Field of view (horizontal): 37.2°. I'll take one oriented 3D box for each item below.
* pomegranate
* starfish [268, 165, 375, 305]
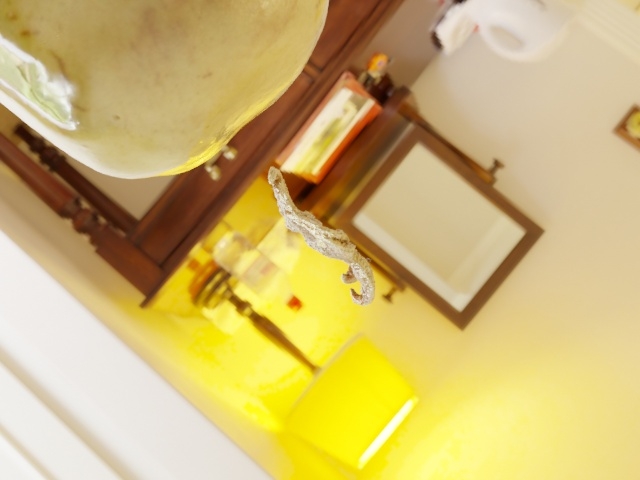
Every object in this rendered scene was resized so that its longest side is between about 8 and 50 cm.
[{"bbox_3d":[-0.157,-0.209,0.731,0.332,0.333,0.332,-47,167,-15],"label":"pomegranate"},{"bbox_3d":[0.007,-0.008,1.042,0.053,0.209,0.150,-49,-148,-12],"label":"starfish"}]
